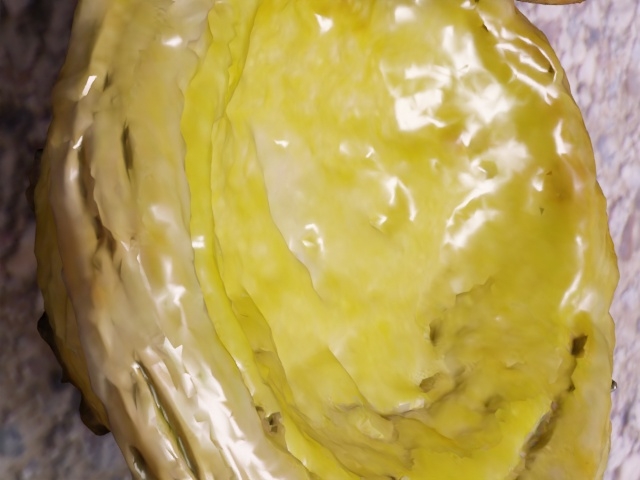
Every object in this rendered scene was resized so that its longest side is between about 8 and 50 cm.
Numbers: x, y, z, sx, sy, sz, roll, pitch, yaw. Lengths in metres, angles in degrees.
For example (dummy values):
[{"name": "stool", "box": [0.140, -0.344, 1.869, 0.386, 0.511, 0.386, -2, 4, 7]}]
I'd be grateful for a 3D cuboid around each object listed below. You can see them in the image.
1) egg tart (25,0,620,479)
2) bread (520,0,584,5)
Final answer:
[{"name": "egg tart", "box": [0.000, 0.000, 0.669, 0.345, 0.132, 0.345, 21, 61, -42]}, {"name": "bread", "box": [0.056, -0.184, 0.669, 0.236, 0.236, 0.070, 5, 132, -45]}]
